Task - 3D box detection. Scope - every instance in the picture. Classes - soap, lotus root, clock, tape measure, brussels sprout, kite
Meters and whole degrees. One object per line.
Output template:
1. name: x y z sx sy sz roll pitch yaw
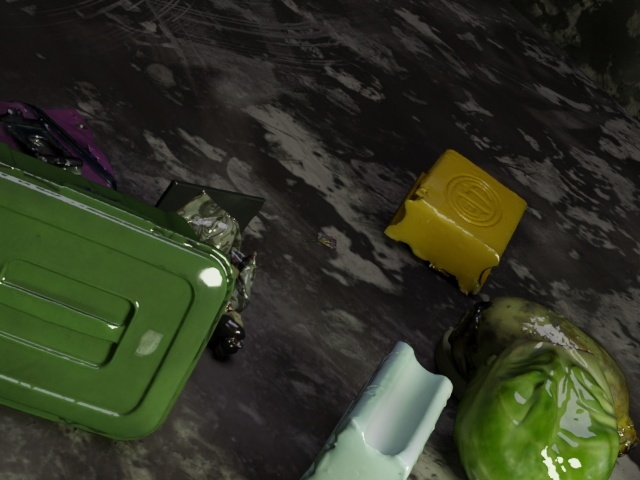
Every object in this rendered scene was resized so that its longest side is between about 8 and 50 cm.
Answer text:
1. soap: 0.245 -0.041 2.377 0.204 0.096 0.324 35 25 2
2. lotus root: 0.339 0.194 1.947 0.309 0.173 0.173 36 25 1
3. soap: 0.064 0.237 1.583 0.095 0.173 0.289 36 25 4
4. clock: 0.277 0.220 2.034 0.235 0.029 0.235 28 24 -13
5. tape measure: -0.375 -0.086 1.677 0.231 0.149 0.245 4 37 -48
6. brussels sprout: 0.287 0.250 1.769 0.244 0.244 0.244 26 26 -14
7. kite: -0.002 -0.004 2.136 0.078 0.002 0.044 16 30 -32

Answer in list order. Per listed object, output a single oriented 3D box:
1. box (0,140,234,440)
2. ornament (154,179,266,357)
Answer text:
1. box: -0.287 0.047 1.455 0.328 0.253 0.178 24 13 -20
2. ornament: -0.133 0.053 1.741 0.166 0.153 0.196 8 44 -40
